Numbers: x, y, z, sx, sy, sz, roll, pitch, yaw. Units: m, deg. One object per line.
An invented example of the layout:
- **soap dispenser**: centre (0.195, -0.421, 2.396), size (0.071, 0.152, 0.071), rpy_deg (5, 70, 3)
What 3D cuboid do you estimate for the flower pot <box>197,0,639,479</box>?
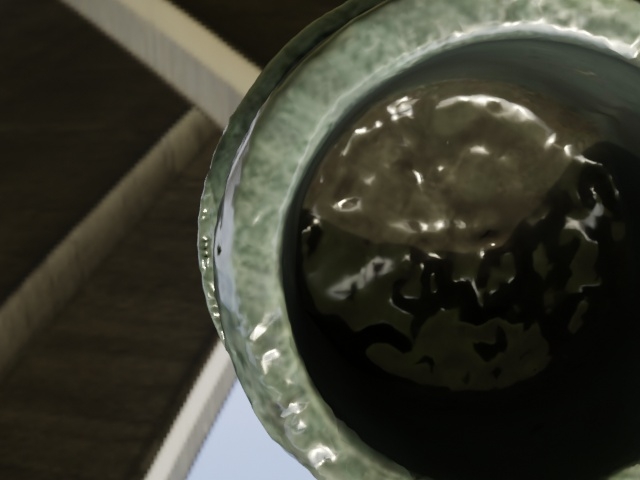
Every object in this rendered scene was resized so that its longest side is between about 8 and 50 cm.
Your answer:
- **flower pot**: centre (0.088, -0.012, 0.665), size (0.299, 0.299, 0.283), rpy_deg (-1, -178, -1)
